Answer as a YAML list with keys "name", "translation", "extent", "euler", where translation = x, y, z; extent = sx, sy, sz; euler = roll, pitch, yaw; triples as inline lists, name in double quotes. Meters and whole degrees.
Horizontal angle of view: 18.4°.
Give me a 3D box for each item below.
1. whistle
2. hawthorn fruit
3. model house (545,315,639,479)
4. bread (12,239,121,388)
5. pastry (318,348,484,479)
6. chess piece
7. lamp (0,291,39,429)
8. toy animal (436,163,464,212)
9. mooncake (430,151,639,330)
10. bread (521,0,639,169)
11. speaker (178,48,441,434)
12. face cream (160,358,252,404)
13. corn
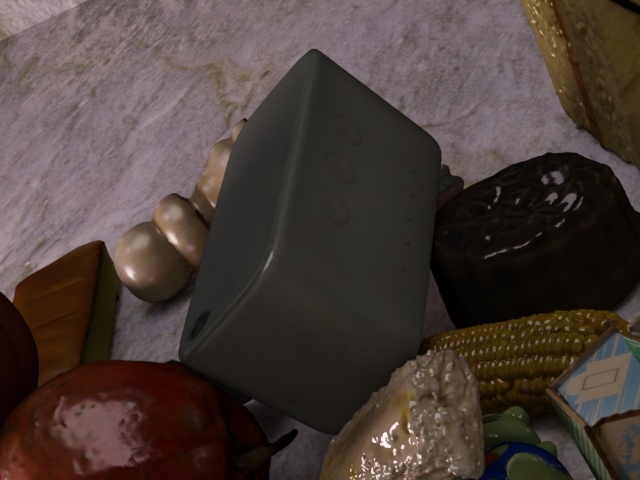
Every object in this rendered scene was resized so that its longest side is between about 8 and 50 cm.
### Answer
- name: "whistle"
  translation: [0.167, 0.215, 1.710]
  extent: [0.105, 0.085, 0.227]
  euler: [-41, 24, 2]
- name: "hawthorn fruit"
  translation: [-0.151, 0.216, 1.890]
  extent: [0.300, 0.254, 0.254]
  euler: [-25, 24, 25]
- name: "model house"
  translation: [0.295, 0.137, 1.605]
  extent: [0.206, 0.178, 0.271]
  euler: [-19, 30, 31]
- name: "bread"
  translation: [-0.336, 0.127, 2.521]
  extent: [0.138, 0.077, 0.361]
  euler: [-26, 24, 11]
- name: "pastry"
  translation: [0.069, 0.187, 1.757]
  extent: [0.258, 0.089, 0.121]
  euler: [136, 151, -57]
- name: "chess piece"
  translation: [-0.152, -0.027, 2.534]
  extent: [0.261, 0.143, 0.143]
  euler: [-38, 23, -1]
- name: "lamp"
  translation: [-0.426, 0.159, 1.984]
  extent: [0.303, 0.257, 0.303]
  euler: [-31, 3, 2]
- name: "toy animal"
  translation: [0.072, -0.028, 2.267]
  extent: [0.251, 0.127, 0.125]
  euler: [-38, 21, -23]
- name: "mooncake"
  translation: [0.219, 0.003, 2.021]
  extent: [0.228, 0.124, 0.228]
  euler: [-26, 23, 12]
- name: "bread"
  translation: [0.348, -0.247, 2.207]
  extent: [0.198, 0.236, 0.263]
  euler: [-33, 23, -2]
- name: "speaker"
  translation: [0.000, 0.000, 2.005]
  extent: [0.183, 0.184, 0.406]
  euler: [-48, 19, 34]
- name: "face cream"
  translation: [-0.257, 0.198, 2.164]
  extent: [0.420, 0.137, 0.235]
  euler: [-22, -20, 29]
- name: "corn"
  translation: [0.168, 0.122, 1.876]
  extent: [0.313, 0.102, 0.102]
  euler: [-8, 33, 43]
